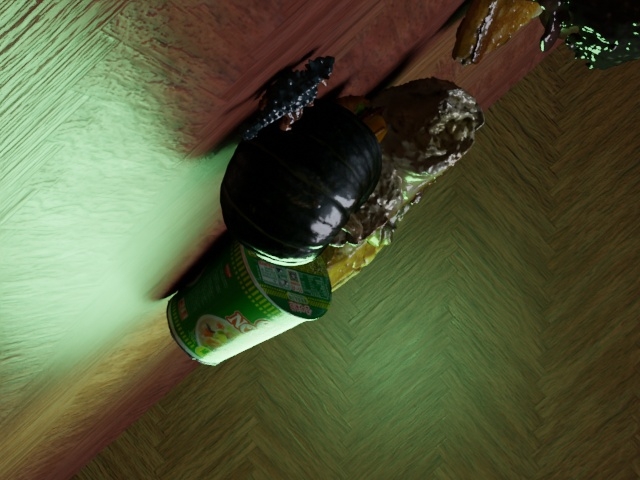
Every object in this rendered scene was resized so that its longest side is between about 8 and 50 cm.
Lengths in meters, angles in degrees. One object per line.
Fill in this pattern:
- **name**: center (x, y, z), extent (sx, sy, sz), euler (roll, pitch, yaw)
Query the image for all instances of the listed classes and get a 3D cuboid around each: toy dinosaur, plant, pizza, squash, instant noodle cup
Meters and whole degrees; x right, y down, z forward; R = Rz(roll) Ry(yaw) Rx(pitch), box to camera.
- **toy dinosaur**: center (-0.035, -0.153, 1.374), extent (0.154, 0.049, 0.055), euler (-45, 180, -30)
- **plant**: center (0.413, -0.342, 1.826), extent (0.234, 0.178, 0.204), euler (-1, -179, 34)
- **pizza**: center (0.275, -0.359, 1.931), extent (0.226, 0.069, 0.147), euler (-41, 155, -31)
- **squash**: center (-0.021, -0.070, 1.516), extent (0.218, 0.172, 0.218), euler (19, 90, -73)
- **instant noodle cup**: center (-0.130, 0.092, 2.132), extent (0.232, 0.207, 0.207), euler (-36, 179, 33)

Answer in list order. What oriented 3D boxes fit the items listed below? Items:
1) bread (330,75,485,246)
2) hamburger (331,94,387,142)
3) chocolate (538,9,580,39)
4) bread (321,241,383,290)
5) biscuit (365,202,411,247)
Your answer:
- **bread**: center (0.109, -0.135, 1.971), extent (0.314, 0.171, 0.192), euler (-41, 178, 14)
- **hamburger**: center (0.014, -0.133, 1.726), extent (0.137, 0.087, 0.166), euler (-37, 173, -34)
- **chocolate**: center (0.478, -0.432, 2.309), extent (0.176, 0.177, 0.177), euler (-41, 175, -4)
- **bread**: center (0.000, 0.000, 2.402), extent (0.294, 0.167, 0.132), euler (-37, 150, -28)
- **biscuit**: center (0.131, -0.129, 2.310), extent (0.187, 0.036, 0.274), euler (32, 84, -48)
